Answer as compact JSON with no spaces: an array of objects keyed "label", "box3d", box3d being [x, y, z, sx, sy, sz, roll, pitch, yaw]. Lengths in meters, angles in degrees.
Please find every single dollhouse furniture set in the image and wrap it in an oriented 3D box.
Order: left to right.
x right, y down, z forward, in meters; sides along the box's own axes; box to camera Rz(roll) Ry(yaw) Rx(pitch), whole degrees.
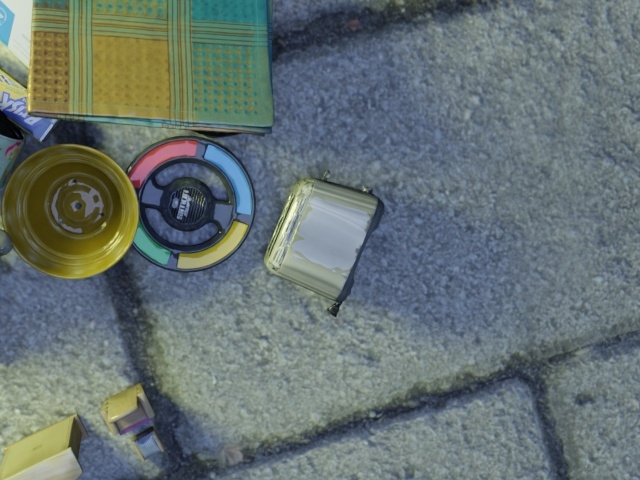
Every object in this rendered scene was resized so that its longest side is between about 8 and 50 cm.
[{"label":"dollhouse furniture set","box3d":[-0.356,0.448,1.900,0.287,0.198,0.303,-25,102,-5]}]

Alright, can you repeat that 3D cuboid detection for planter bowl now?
[{"label":"planter bowl","box3d":[-0.397,-0.051,1.870,0.217,0.090,0.217,0,98,-2]}]

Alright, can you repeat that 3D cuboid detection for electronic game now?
[{"label":"electronic game","box3d":[-0.222,-0.060,1.923,0.229,0.048,0.229,-1,99,-9]}]

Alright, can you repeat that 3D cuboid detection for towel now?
[{"label":"towel","box3d":[-0.255,-0.300,1.776,0.370,0.040,0.271,3,75,-12]}]

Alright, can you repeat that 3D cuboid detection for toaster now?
[{"label":"toaster","box3d":[0.000,0.000,1.931,0.147,0.129,0.226,22,96,-8]}]

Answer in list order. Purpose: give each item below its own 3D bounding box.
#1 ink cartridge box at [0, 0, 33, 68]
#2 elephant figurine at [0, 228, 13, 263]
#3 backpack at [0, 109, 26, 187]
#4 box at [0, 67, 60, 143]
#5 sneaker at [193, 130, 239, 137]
[{"label":"ink cartridge box","box3d":[-0.414,-0.388,1.828,0.134,0.078,0.231,44,89,-12]},{"label":"elephant figurine","box3d":[-0.596,0.068,1.827,0.186,0.169,0.239,49,128,20]},{"label":"backpack","box3d":[-0.585,-0.159,1.753,0.254,0.225,0.191,23,95,-5]},{"label":"box","box3d":[-0.495,-0.228,1.851,0.169,0.054,0.059,37,91,-13]},{"label":"sneaker","box3d":[-0.206,-0.215,1.863,0.228,0.130,0.087,15,97,-13]}]
